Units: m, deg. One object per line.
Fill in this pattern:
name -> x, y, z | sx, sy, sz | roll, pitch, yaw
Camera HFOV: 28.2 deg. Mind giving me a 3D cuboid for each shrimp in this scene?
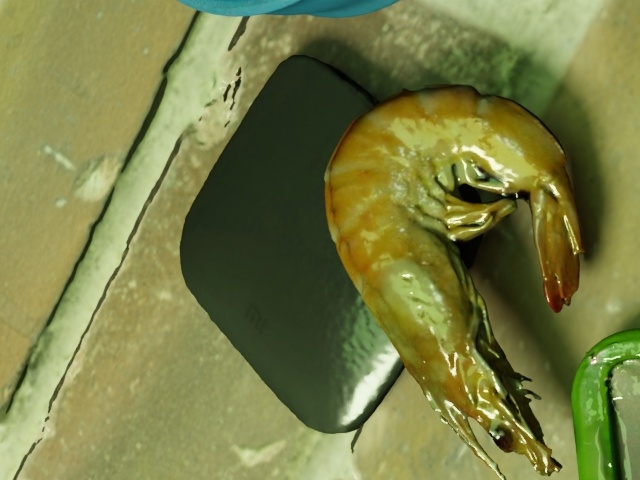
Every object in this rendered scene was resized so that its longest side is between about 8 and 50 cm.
shrimp -> 0.091, 0.020, 0.755 | 0.150, 0.068, 0.249 | -22, 79, 16

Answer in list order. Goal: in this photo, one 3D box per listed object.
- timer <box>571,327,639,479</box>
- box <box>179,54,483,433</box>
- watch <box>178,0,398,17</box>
timer -> 0.207, 0.116, 0.711 | 0.128, 0.047, 0.140 | -9, 81, 31
box -> 0.000, 0.000, 0.859 | 0.212, 0.042, 0.201 | 43, 108, 29
watch -> -0.053, -0.284, 0.827 | 0.305, 0.241, 0.275 | 10, 104, 34
